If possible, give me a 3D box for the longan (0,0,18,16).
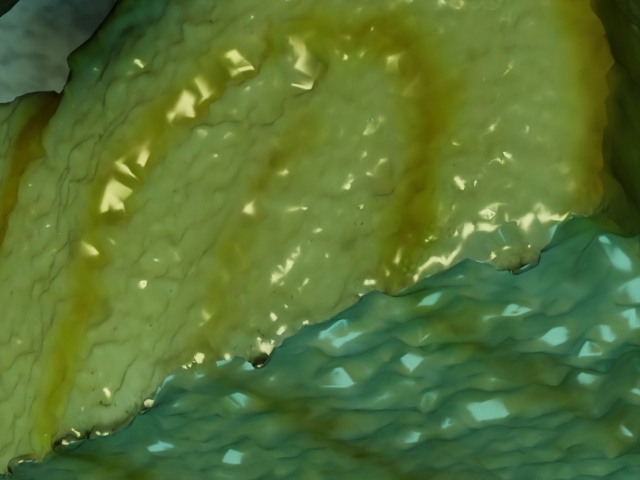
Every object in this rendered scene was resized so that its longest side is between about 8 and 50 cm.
[{"bbox_3d":[-0.179,-0.160,0.629,0.212,0.198,0.198,31,134,-26],"label":"longan"}]

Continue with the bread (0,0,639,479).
[{"bbox_3d":[-0.007,-0.001,0.775,0.395,0.264,0.239,-24,147,30],"label":"bread"}]
